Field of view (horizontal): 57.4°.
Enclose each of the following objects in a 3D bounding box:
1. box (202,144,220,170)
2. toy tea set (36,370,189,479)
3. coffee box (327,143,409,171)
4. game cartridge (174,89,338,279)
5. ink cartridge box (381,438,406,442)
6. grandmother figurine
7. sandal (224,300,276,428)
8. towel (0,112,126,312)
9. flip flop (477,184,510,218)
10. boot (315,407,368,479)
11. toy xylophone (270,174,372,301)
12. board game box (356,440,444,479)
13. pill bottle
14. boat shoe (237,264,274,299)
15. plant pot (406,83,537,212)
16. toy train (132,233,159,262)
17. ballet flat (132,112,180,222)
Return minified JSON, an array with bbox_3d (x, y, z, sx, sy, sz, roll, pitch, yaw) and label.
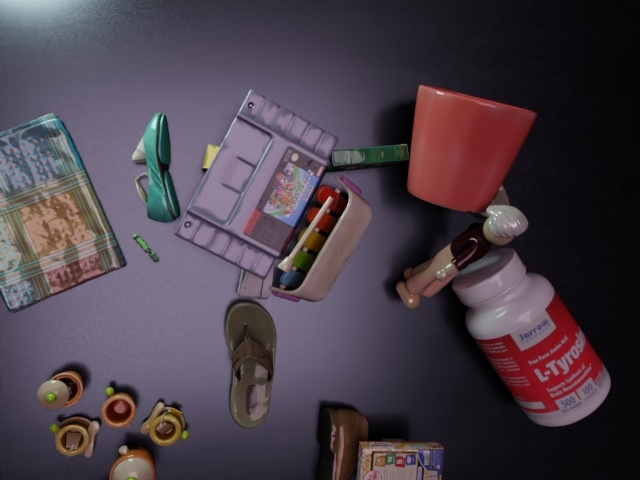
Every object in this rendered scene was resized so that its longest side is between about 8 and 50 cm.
[{"bbox_3d":[-0.151,-0.160,1.346,0.232,0.087,0.058,14,89,-14],"label":"box"},{"bbox_3d":[-0.465,0.419,1.268,0.336,0.124,0.200,29,85,-12],"label":"toy tea set"},{"bbox_3d":[0.104,-0.195,1.391,0.184,0.113,0.040,-7,90,-11],"label":"coffee box"},{"bbox_3d":[-0.133,-0.118,1.274,0.230,0.068,0.354,27,89,-4],"label":"game cartridge"},{"bbox_3d":[0.184,0.590,1.429,0.060,0.104,0.180,5,90,-12],"label":"ink cartridge box"},{"bbox_3d":[0.326,0.027,1.339,0.104,0.342,0.207,39,43,-12],"label":"grandmother figurine"},{"bbox_3d":[-0.154,0.290,1.355,0.120,0.086,0.302,-3,92,-13],"label":"sandal"},{"bbox_3d":[-0.623,-0.060,1.266,0.272,0.040,0.370,-24,96,-10],"label":"towel"},{"bbox_3d":[0.408,-0.184,1.474,0.112,0.080,0.276,-17,95,-12],"label":"flip flop"},{"bbox_3d":[0.055,0.559,1.405,0.115,0.112,0.305,7,88,-23],"label":"boot"},{"bbox_3d":[0.000,0.000,1.322,0.081,0.236,0.322,31,83,32],"label":"toy xylophone"},{"bbox_3d":[0.182,0.543,1.351,0.194,0.045,0.146,5,91,-9],"label":"board game box"},{"bbox_3d":[0.503,0.229,1.430,0.229,0.229,0.407,-37,99,-9],"label":"pill bottle"},{"bbox_3d":[-0.150,0.008,1.346,0.084,0.095,0.257,3,90,-17],"label":"boat shoe"},{"bbox_3d":[0.322,-0.208,1.341,0.275,0.275,0.243,10,108,-13],"label":"plant pot"},{"bbox_3d":[-0.396,0.018,1.326,0.017,0.024,0.083,-41,100,-9],"label":"toy train"},{"bbox_3d":[-0.374,-0.160,1.301,0.087,0.083,0.247,-7,91,2],"label":"ballet flat"}]
